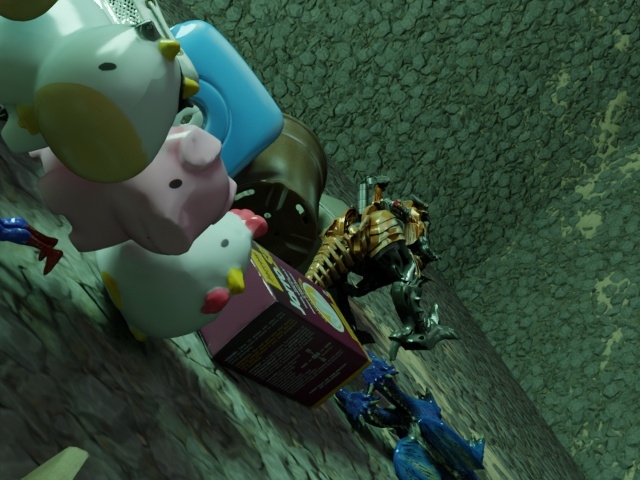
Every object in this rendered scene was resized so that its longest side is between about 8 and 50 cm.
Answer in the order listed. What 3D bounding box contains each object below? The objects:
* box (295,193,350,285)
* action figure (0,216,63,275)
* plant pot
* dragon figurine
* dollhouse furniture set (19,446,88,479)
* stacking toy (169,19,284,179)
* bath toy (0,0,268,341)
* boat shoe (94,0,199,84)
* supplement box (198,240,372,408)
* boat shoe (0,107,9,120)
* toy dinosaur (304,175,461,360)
[{"bbox_3d":[0.000,0.000,1.310,0.094,0.113,0.275,43,9,11],"label":"box"},{"bbox_3d":[-0.217,-0.015,0.562,0.115,0.030,0.038,38,8,-33],"label":"action figure"},{"bbox_3d":[-0.068,-0.048,1.068,0.167,0.167,0.165,46,16,-24],"label":"plant pot"},{"bbox_3d":[0.133,0.244,1.022,0.289,0.085,0.144,47,10,12],"label":"dragon figurine"},{"bbox_3d":[-0.187,0.017,0.209,0.262,0.135,0.259,49,8,-6],"label":"dollhouse furniture set"},{"bbox_3d":[-0.175,-0.155,1.061,0.166,0.175,0.302,50,-3,-19],"label":"stacking toy"},{"bbox_3d":[-0.117,-0.054,0.573,0.151,0.129,0.348,59,-9,37],"label":"bath toy"},{"bbox_3d":[-0.201,-0.246,0.878,0.277,0.096,0.098,64,-26,11],"label":"boat shoe"},{"bbox_3d":[-0.043,0.078,0.867,0.188,0.081,0.104,38,14,-52],"label":"supplement box"},{"bbox_3d":[-0.238,-0.147,0.704,0.113,0.127,0.340,34,4,-21],"label":"boat shoe"},{"bbox_3d":[0.056,0.031,1.119,0.322,0.164,0.218,-13,96,-40],"label":"toy dinosaur"}]
